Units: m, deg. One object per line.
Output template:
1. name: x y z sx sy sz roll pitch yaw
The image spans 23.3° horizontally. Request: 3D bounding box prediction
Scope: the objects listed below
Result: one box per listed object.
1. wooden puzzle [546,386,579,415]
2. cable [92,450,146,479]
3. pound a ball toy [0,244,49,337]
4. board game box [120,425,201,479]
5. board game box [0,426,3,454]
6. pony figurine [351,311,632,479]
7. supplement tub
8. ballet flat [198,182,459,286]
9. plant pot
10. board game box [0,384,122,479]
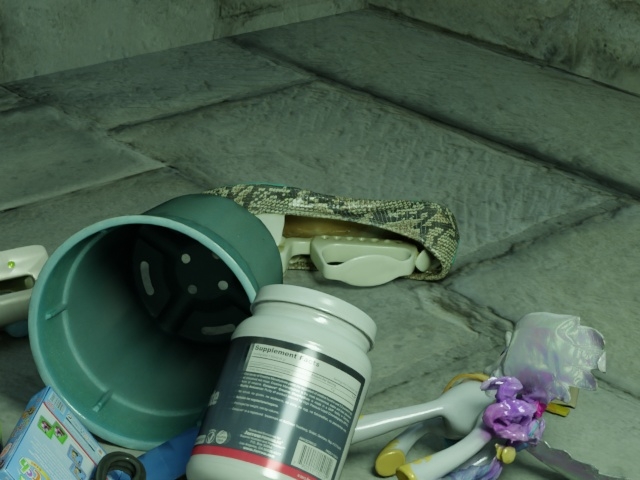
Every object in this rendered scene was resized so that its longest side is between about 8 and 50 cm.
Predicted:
1. wooden puzzle: 0.350 0.230 2.331 0.079 0.014 0.116 14 26 17
2. cable: -0.276 0.360 1.908 0.139 0.072 0.287 14 23 -16
3. pound a ball toy: -0.563 0.101 2.396 0.319 0.135 0.208 -13 -8 -29
4. board game box: -0.202 0.311 2.080 0.169 0.033 0.133 -28 18 -9
5. board game box: -0.444 0.298 1.867 0.078 0.233 0.347 -2 24 -4
6. pony figurine: 0.239 0.238 2.047 0.363 0.302 0.351 -28 25 -22
7. supplement tub: -0.045 0.213 1.990 0.191 0.191 0.272 11 68 21
8. ballet flat: 0.000 0.000 2.692 0.483 0.164 0.182 4 39 3
9. plant pot: -0.209 0.087 2.281 0.341 0.341 0.334 5 17 10
10. board game box: -0.335 0.301 1.974 0.039 0.160 0.211 -32 16 17
